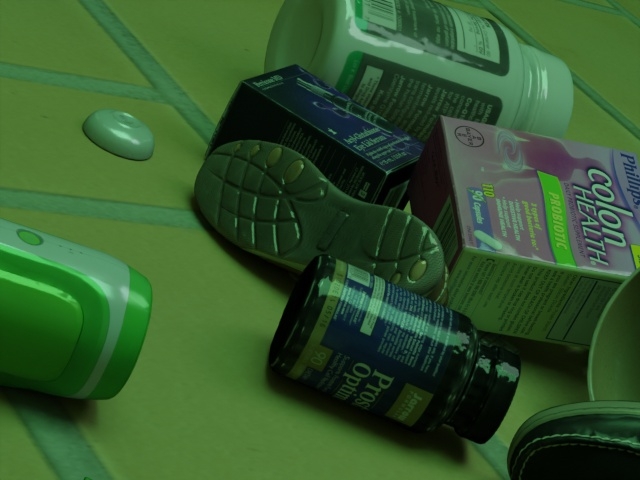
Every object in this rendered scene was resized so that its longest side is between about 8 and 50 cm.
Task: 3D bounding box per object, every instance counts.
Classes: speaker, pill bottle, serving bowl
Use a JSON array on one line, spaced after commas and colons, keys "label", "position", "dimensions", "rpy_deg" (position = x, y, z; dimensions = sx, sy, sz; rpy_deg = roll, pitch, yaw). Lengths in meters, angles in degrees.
[{"label": "speaker", "position": [-0.292, 0.037, 1.573], "dimensions": [0.296, 0.131, 0.131], "rpy_deg": [19, 23, -19]}, {"label": "pill bottle", "position": [0.128, -0.203, 2.466], "dimensions": [0.361, 0.204, 0.204], "rpy_deg": [16, 25, -26]}, {"label": "pill bottle", "position": [0.072, 0.108, 1.832], "dimensions": [0.219, 0.123, 0.123], "rpy_deg": [24, 22, -7]}, {"label": "serving bowl", "position": [-0.218, -0.122, 2.136], "dimensions": [0.083, 0.027, 0.083], "rpy_deg": [23, 22, -10]}]

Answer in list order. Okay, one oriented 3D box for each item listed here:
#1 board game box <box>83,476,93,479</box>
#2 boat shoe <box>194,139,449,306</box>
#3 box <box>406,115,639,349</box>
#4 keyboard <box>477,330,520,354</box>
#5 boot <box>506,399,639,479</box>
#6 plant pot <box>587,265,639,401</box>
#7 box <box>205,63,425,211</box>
[{"label": "board game box", "position": [-0.119, 0.256, 1.394], "dimensions": [0.170, 0.048, 0.141], "rpy_deg": [27, 24, -1]}, {"label": "boat shoe", "position": [0.000, 0.000, 2.031], "dimensions": [0.324, 0.123, 0.116], "rpy_deg": [31, -13, 33]}, {"label": "box", "position": [0.235, -0.006, 2.126], "dimensions": [0.243, 0.117, 0.213], "rpy_deg": [11, 42, -15]}, {"label": "keyboard", "position": [0.138, 0.125, 2.012], "dimensions": [0.072, 0.014, 0.256], "rpy_deg": [33, 23, 15]}, {"label": "boot", "position": [0.337, 0.291, 1.707], "dimensions": [0.377, 0.138, 0.284], "rpy_deg": [20, 29, 3]}, {"label": "plant pot", "position": [0.436, 0.155, 1.999], "dimensions": [0.284, 0.284, 0.191], "rpy_deg": [42, -2, 32]}, {"label": "box", "position": [-0.001, -0.099, 2.224], "dimensions": [0.207, 0.108, 0.153], "rpy_deg": [33, 23, 13]}]
